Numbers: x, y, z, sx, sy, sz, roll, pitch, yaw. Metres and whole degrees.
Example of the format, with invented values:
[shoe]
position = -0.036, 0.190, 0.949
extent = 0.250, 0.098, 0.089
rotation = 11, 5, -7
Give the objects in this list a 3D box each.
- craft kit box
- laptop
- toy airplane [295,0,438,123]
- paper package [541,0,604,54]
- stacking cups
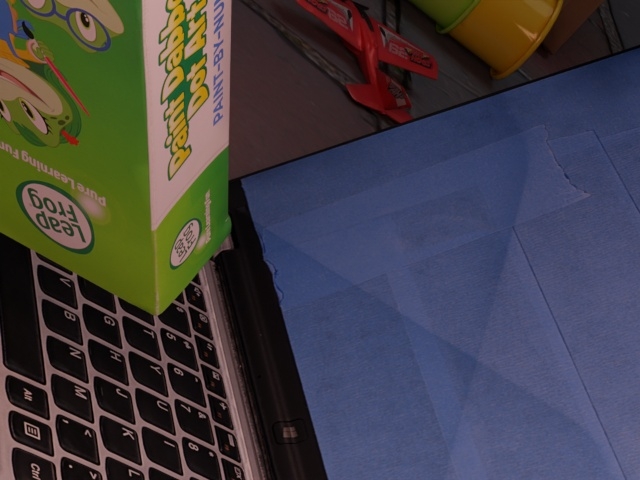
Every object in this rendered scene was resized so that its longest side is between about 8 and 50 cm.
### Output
[craft kit box]
position = -0.145, -0.115, 0.612
extent = 0.250, 0.247, 0.061
rotation = 27, 58, 17
[laptop]
position = 0.000, 0.000, 0.737
extent = 0.408, 0.236, 0.382
rotation = 30, 25, -31
[toy airplane]
position = 0.037, -0.132, 1.316
extent = 0.151, 0.028, 0.151
rotation = 35, 24, -18
[paper package]
position = 0.285, -0.383, 1.798
extent = 0.168, 0.325, 0.309
rotation = 42, 21, -6
[stacking cups]
position = 0.049, -0.256, 1.507
extent = 0.316, 0.096, 0.096
rotation = 33, 24, -13
